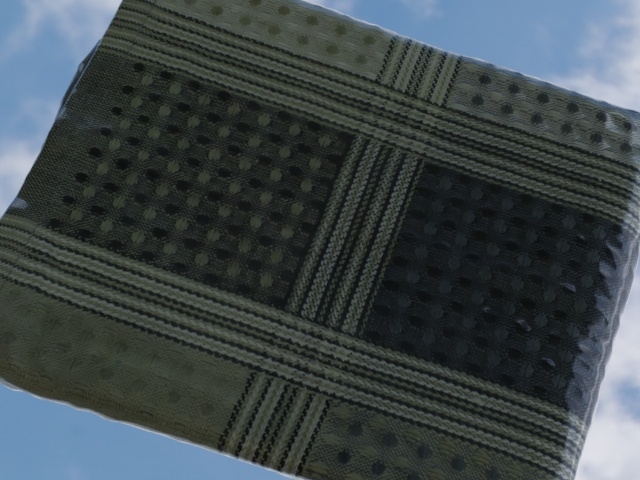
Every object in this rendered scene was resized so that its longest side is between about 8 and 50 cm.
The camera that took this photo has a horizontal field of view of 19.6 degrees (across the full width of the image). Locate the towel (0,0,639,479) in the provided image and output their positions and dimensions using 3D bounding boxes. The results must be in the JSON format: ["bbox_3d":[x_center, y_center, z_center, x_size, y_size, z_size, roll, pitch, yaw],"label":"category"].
[{"bbox_3d":[0.000,0.000,0.972,0.324,0.056,0.312,20,-128,4],"label":"towel"}]
